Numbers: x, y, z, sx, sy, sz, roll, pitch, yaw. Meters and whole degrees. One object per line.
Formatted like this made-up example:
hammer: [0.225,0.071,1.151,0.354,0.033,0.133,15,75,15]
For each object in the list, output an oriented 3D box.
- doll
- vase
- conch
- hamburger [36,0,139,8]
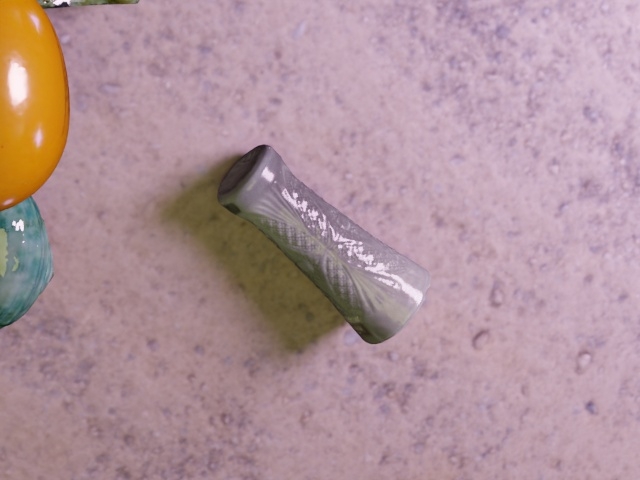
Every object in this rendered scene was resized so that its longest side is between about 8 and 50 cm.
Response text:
doll: [-0.332,-0.122,1.319,0.236,0.213,0.213,-7,113,-7]
vase: [0.000,0.000,1.542,0.219,0.096,0.096,41,99,-19]
conch: [-0.339,0.007,1.460,0.196,0.134,0.202,-30,122,36]
hamburger: [-0.215,-0.319,1.340,0.260,0.150,0.276,-13,114,-4]
